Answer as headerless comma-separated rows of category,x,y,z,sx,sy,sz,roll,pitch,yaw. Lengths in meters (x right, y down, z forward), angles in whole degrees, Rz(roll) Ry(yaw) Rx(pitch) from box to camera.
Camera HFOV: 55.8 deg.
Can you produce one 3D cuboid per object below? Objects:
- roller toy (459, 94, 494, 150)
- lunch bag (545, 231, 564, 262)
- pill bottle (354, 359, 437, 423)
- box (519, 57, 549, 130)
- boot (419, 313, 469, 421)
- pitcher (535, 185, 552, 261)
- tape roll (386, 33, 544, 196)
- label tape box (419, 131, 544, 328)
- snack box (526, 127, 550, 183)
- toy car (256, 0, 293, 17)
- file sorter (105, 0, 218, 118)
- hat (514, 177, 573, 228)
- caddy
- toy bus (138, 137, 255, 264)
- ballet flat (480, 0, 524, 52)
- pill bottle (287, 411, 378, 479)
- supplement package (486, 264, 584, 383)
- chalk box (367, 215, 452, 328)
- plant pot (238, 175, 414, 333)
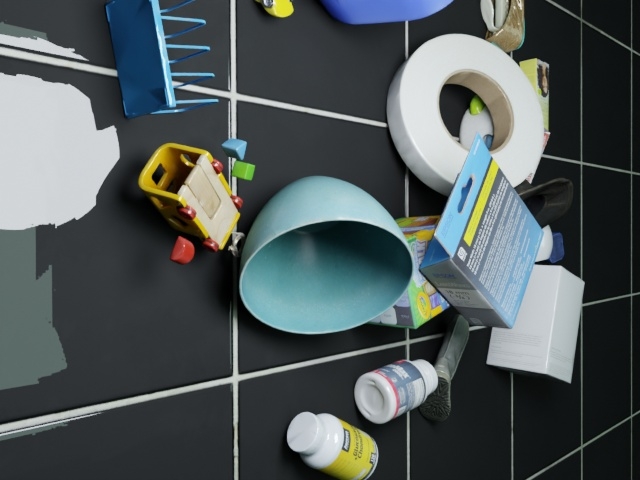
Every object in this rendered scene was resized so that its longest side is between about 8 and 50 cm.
roller toy,0.471,-0.271,1.577,0.209,0.146,0.191,16,79,-44
lunch bag,0.700,0.015,1.863,0.067,0.065,0.098,-17,104,-27
pill bottle,0.169,0.318,1.310,0.180,0.108,0.107,-9,96,-45
box,0.637,-0.415,1.802,0.087,0.058,0.232,-1,91,-45
boot,0.305,0.310,1.473,0.208,0.076,0.189,-61,162,-51
pitcher,0.557,-0.038,1.695,0.178,0.125,0.207,-10,87,-28
tape roll,0.339,-0.282,1.390,0.392,0.072,0.391,5,76,-20
label tape box,0.302,-0.012,1.190,0.334,0.106,0.240,44,61,-35
snack box,0.573,-0.226,1.647,0.022,0.064,0.178,4,123,-10
toy car,-0.131,-0.528,1.048,0.225,0.053,0.238,12,81,-44
file sorter,-0.232,-0.278,0.906,0.104,0.118,0.170,-16,102,-46
hat,0.467,-0.084,1.544,0.331,0.331,0.134,10,45,-44
caddy,0.109,-0.544,1.104,0.179,0.341,0.241,38,62,-57
toy bus,-0.200,-0.061,0.946,0.191,0.104,0.202,-29,132,-62
ballet flat,0.491,-0.686,1.640,0.124,0.116,0.342,2,92,-25
pill bottle,0.022,0.397,1.168,0.184,0.103,0.103,39,64,-38
supplement package,0.604,0.228,1.689,0.175,0.178,0.292,24,74,-42
chalk box,0.157,0.066,1.247,0.289,0.180,0.179,-20,104,-44
plant pot,0.000,0.000,1.057,0.290,0.290,0.195,37,30,-38
